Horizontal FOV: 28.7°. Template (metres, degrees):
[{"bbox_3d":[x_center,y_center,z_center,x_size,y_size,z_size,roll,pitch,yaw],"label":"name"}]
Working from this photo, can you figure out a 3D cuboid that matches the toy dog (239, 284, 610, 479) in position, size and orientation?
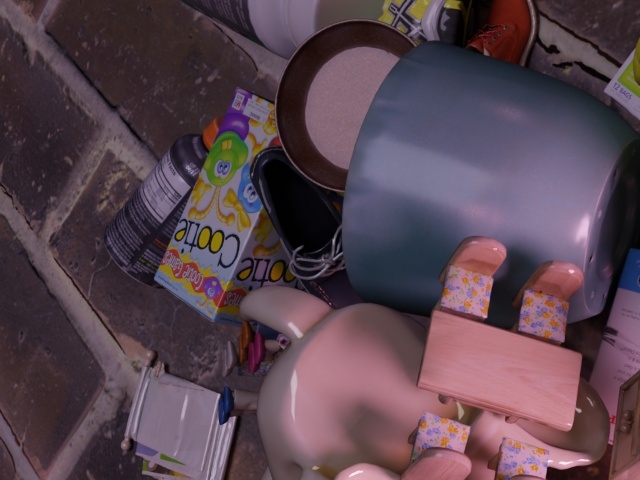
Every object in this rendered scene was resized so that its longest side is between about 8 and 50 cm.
[{"bbox_3d":[0.037,0.261,1.287,0.395,0.408,0.284,32,59,8],"label":"toy dog"}]

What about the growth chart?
[{"bbox_3d":[-0.198,0.266,1.729,0.237,0.021,0.172,20,92,45],"label":"growth chart"}]

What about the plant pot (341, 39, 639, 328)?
[{"bbox_3d":[0.195,-0.040,1.279,0.235,0.293,0.293,16,89,29],"label":"plant pot"}]

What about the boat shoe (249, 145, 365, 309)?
[{"bbox_3d":[0.000,0.000,1.491,0.095,0.254,0.079,-27,11,1],"label":"boat shoe"}]

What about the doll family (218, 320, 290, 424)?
[{"bbox_3d":[-0.021,0.133,1.482,0.263,0.163,0.118,122,148,-58],"label":"doll family"}]

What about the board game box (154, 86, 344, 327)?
[{"bbox_3d":[-0.074,-0.034,1.617,0.142,0.144,0.275,31,100,44],"label":"board game box"}]

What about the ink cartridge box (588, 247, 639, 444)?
[{"bbox_3d":[0.348,0.117,1.214,0.139,0.082,0.190,17,90,49],"label":"ink cartridge box"}]

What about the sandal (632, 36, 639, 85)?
[{"bbox_3d":[0.410,-0.084,1.134,0.138,0.317,0.126,-41,8,8],"label":"sandal"}]

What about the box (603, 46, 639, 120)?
[{"bbox_3d":[0.402,-0.189,1.244,0.203,0.103,0.114,-55,48,17],"label":"box"}]

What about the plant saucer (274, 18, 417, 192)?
[{"bbox_3d":[0.044,-0.152,1.426,0.198,0.036,0.198,-1,89,24],"label":"plant saucer"}]

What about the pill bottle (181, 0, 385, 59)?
[{"bbox_3d":[-0.049,-0.356,1.648,0.361,0.204,0.204,35,102,44],"label":"pill bottle"}]

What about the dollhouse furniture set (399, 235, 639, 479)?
[{"bbox_3d":[0.210,0.117,1.066,0.161,0.242,0.212,114,172,-61],"label":"dollhouse furniture set"}]

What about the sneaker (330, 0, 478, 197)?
[{"bbox_3d":[0.095,-0.220,1.486,0.147,0.145,0.384,12,84,16],"label":"sneaker"}]

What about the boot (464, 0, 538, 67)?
[{"bbox_3d":[0.205,-0.235,1.457,0.059,0.084,0.158,-2,74,44],"label":"boot"}]

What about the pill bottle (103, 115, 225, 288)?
[{"bbox_3d":[-0.182,-0.058,1.735,0.245,0.130,0.130,-47,50,22],"label":"pill bottle"}]
